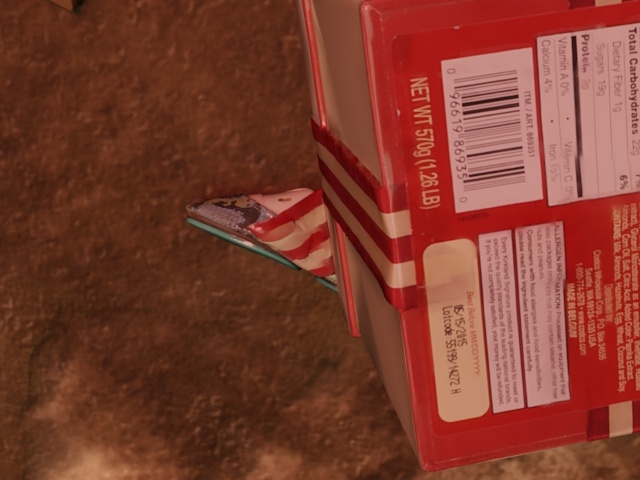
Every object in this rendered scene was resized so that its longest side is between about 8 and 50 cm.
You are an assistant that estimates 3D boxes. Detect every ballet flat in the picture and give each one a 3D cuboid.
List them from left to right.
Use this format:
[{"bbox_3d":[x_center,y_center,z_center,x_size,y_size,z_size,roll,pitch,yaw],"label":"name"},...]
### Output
[{"bbox_3d":[0.000,0.000,0.722,0.188,0.070,0.070,27,113,-1],"label":"ballet flat"}]

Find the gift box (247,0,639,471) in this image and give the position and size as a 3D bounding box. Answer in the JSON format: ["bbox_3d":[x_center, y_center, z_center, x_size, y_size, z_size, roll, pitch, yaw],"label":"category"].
[{"bbox_3d":[0.097,-0.056,0.556,0.277,0.258,0.255,-5,107,-5],"label":"gift box"}]

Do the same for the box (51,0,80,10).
[{"bbox_3d":[-0.226,-0.229,0.620,0.165,0.201,0.021,28,73,1],"label":"box"}]
